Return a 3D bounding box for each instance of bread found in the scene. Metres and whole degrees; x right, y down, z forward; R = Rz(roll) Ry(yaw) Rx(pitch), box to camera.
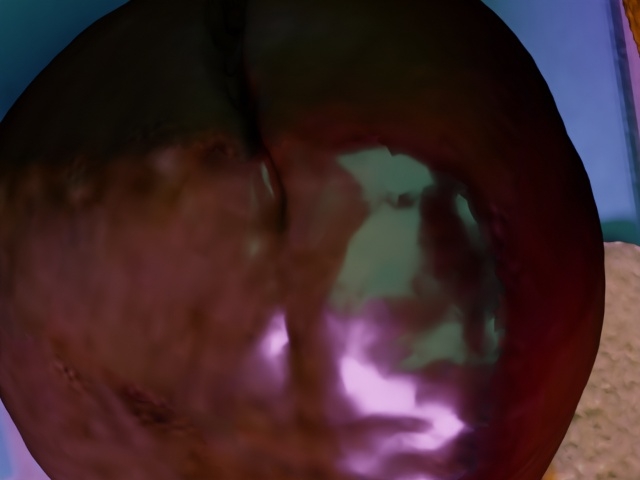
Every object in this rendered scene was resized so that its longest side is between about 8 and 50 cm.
[{"bbox_3d":[0.102,0.056,0.607,0.084,0.080,0.109,-11,108,-18],"label":"bread"}]

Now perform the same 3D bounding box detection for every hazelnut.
[{"bbox_3d":[0.000,0.000,0.520,0.208,0.208,0.208,-4,104,-17],"label":"hazelnut"}]

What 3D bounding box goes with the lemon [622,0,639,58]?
[{"bbox_3d":[0.183,-0.089,0.569,0.187,0.142,0.142,15,97,-30],"label":"lemon"}]
